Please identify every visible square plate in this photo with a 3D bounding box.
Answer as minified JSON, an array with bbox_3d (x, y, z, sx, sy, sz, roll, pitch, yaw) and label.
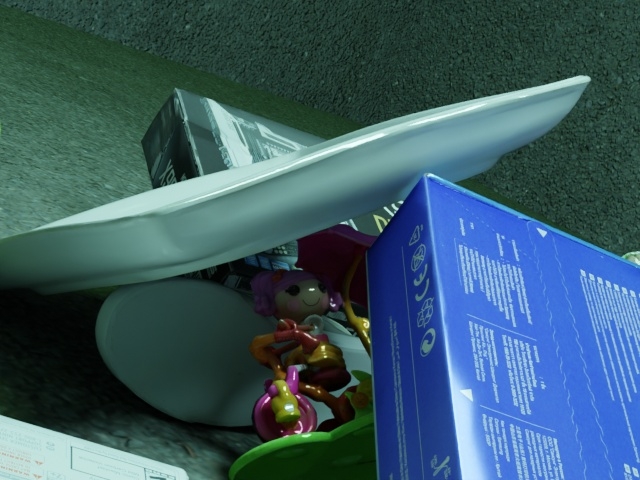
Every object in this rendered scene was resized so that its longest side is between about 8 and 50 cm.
[{"bbox_3d":[-0.048,-0.028,0.805,0.344,0.049,0.347,-21,7,-35],"label":"square plate"}]

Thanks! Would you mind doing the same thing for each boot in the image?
[{"bbox_3d":[-0.065,0.075,0.840,0.258,0.095,0.123,23,0,-38],"label":"boot"}]

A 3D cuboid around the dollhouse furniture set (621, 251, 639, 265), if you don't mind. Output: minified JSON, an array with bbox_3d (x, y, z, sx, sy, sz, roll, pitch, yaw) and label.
[{"bbox_3d":[0.473,0.092,1.317,0.301,0.151,0.197,43,-11,11],"label":"dollhouse furniture set"}]

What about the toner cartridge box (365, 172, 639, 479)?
[{"bbox_3d":[0.115,0.121,0.600,0.165,0.075,0.347,23,36,-18],"label":"toner cartridge box"}]

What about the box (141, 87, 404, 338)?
[{"bbox_3d":[0.000,0.000,1.103,0.308,0.076,0.242,17,36,-33],"label":"box"}]

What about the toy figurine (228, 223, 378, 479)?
[{"bbox_3d":[0.007,0.065,0.749,0.173,0.130,0.159,-5,58,-23],"label":"toy figurine"}]

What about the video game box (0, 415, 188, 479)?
[{"bbox_3d":[-0.147,0.125,0.482,0.205,0.048,0.187,20,9,-16],"label":"video game box"}]
